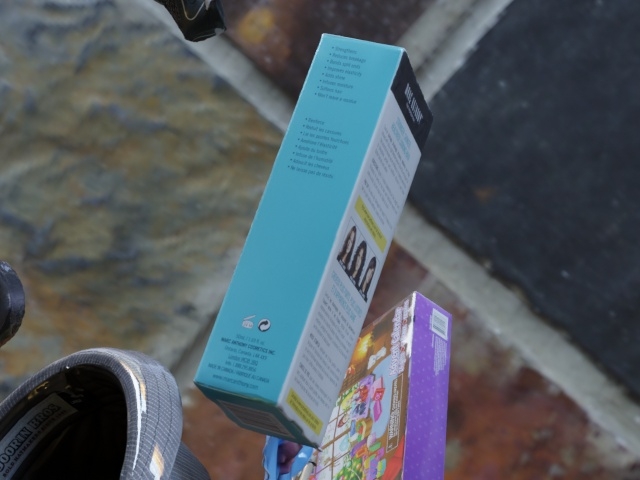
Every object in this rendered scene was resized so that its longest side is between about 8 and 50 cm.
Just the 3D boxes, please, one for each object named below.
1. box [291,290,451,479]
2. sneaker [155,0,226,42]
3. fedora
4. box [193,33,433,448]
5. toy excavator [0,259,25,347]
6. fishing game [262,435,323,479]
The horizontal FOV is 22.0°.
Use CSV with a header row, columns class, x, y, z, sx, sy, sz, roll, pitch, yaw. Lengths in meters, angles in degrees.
class,x,y,z,sx,sy,sz,roll,pitch,yaw
box,0.041,0.214,1.659,0.201,0.057,0.293,-40,28,34
sneaker,-0.117,-0.177,0.973,0.077,0.072,0.178,-27,57,-9
fedora,-0.154,0.204,1.030,0.243,0.124,0.275,-26,36,30
box,0.000,0.000,1.049,0.060,0.100,0.244,13,72,20
toy excavator,-0.498,-0.037,1.583,0.445,0.222,0.433,35,96,7
fishing game,-0.009,0.118,1.274,0.041,0.264,0.189,8,34,9
